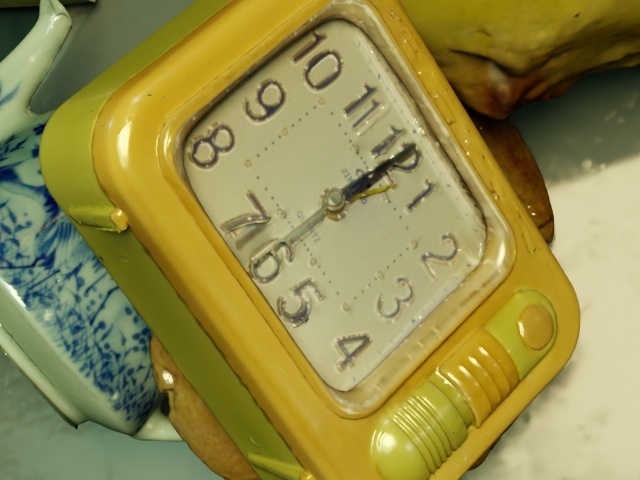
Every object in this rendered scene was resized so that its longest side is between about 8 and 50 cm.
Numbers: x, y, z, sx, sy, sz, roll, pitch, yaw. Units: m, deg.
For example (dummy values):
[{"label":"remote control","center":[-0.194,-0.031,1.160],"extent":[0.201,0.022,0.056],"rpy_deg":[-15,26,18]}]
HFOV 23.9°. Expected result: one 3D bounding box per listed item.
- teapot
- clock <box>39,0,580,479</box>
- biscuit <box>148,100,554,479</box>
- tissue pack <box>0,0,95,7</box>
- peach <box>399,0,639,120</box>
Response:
[{"label":"teapot","center":[-0.095,0.002,0.722],"extent":[0.159,0.159,0.232],"rpy_deg":[-38,96,3]},{"label":"clock","center":[0.000,0.000,0.599],"extent":[0.143,0.096,0.202],"rpy_deg":[-42,109,-21]},{"label":"biscuit","center":[0.023,0.020,0.691],"extent":[0.226,0.042,0.226],"rpy_deg":[1,87,-30]},{"label":"tissue pack","center":[-0.240,-0.203,0.776],"extent":[0.234,0.125,0.159],"rpy_deg":[0,83,10]},{"label":"peach","center":[0.094,-0.230,0.648],"extent":[0.314,0.281,0.315],"rpy_deg":[-33,67,36]}]
